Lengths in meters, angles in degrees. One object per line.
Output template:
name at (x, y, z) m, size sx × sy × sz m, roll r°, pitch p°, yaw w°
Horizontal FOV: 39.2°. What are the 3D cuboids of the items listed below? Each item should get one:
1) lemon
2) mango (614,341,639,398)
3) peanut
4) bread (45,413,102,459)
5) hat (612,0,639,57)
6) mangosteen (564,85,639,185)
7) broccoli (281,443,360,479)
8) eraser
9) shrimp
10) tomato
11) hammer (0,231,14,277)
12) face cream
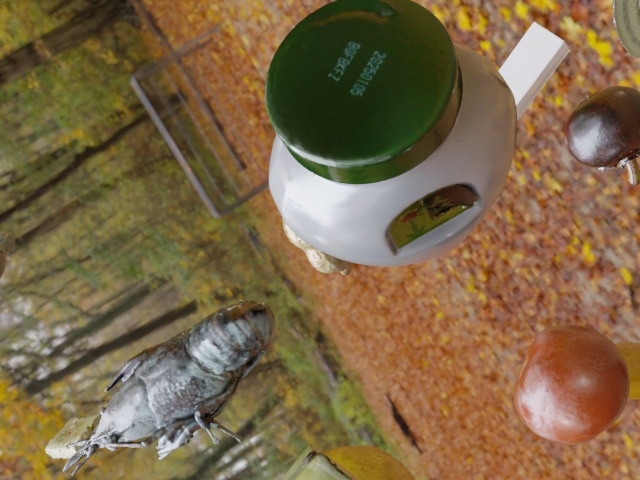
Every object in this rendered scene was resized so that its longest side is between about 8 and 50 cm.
lemon at (0.064, 0.516, 1.673) m, size 0.293 × 0.293 × 0.293 m, roll 57°, pitch 174°, yaw 10°
mango at (0.670, 0.286, 1.956) m, size 0.157 × 0.262 × 0.109 m, roll 32°, pitch 120°, yaw 43°
peanut at (-0.001, 0.000, 1.990) m, size 0.085 × 0.104 × 0.228 m, roll -11°, pitch 129°, yaw 42°
bread at (-0.376, 0.301, 1.381) m, size 0.028 × 0.068 × 0.153 m, roll 46°, pitch 148°, yaw -15°
hat at (0.545, -0.370, 1.293) m, size 0.110 × 0.252 × 0.252 m, roll 35°, pitch 159°, yaw 47°
mangosteen at (0.770, -0.265, 2.338) m, size 0.261 × 0.235 × 0.235 m, roll 61°, pitch 174°, yaw 8°
broccoli at (0.093, 0.413, 1.103) m, size 0.361 × 0.252 × 0.221 m, roll 20°, pitch -159°, yaw 18°
eraser at (0.388, -0.297, 1.851) m, size 0.078 × 0.298 × 0.076 m, roll 39°, pitch -168°, yaw 21°
shrimp at (-0.192, 0.222, 1.210) m, size 0.172 × 0.372 × 0.137 m, roll 52°, pitch -159°, yaw 16°
tomato at (0.442, 0.254, 1.572) m, size 0.184 × 0.208 × 0.208 m, roll 17°, pitch 163°, yaw 11°
hammer at (-0.525, -0.034, 1.368) m, size 0.159 × 0.041 × 0.227 m, roll -90°, pitch -1°, yaw -57°
face cream at (0.086, -0.110, 1.086) m, size 0.220 × 0.312 × 0.357 m, roll 64°, pitch -174°, yaw 27°
